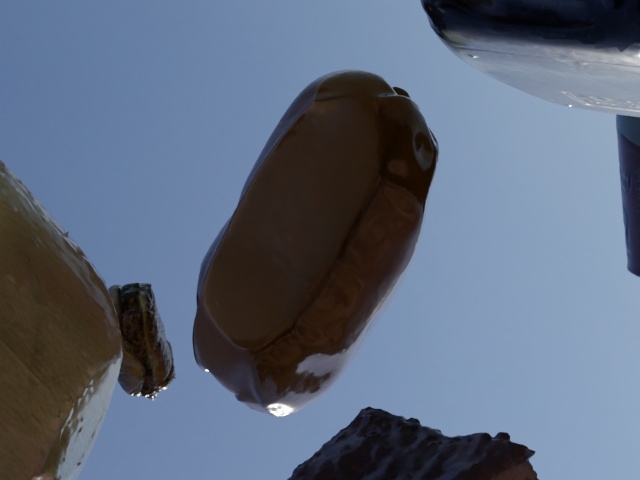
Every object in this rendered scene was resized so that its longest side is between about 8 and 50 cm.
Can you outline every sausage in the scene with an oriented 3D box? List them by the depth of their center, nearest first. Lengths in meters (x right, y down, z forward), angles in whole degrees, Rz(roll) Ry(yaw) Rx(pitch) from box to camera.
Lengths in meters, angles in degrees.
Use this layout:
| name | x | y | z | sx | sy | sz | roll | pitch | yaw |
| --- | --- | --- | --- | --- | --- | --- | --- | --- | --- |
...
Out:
| name | x | y | z | sx | sy | sz | roll | pitch | yaw |
| --- | --- | --- | --- | --- | --- | --- | --- | --- | --- |
| sausage | -0.001 | 0.000 | 0.874 | 0.120 | 0.241 | 0.136 | 25 | 175 | 21 |

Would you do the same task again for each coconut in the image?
| name | x | y | z | sx | sy | sz | roll | pitch | yaw |
| --- | --- | --- | --- | --- | --- | --- | --- | --- | --- |
| coconut | -0.166 | 0.051 | 0.526 | 0.171 | 0.171 | 0.183 | -96 | -18 | -50 |

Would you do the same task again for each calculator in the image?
| name | x | y | z | sx | sy | sz | roll | pitch | yaw |
| --- | --- | --- | --- | --- | --- | --- | --- | --- | --- |
| calculator | 0.168 | -0.108 | 0.768 | 0.268 | 0.177 | 0.040 | 11 | -89 | -59 |

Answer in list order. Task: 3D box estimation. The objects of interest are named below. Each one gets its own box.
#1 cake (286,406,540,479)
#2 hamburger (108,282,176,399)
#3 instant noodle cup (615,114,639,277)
| name | x | y | z | sx | sy | sz | roll | pitch | yaw |
| --- | --- | --- | --- | --- | --- | --- | --- | --- | --- |
| cake | -0.022 | 0.187 | 0.583 | 0.113 | 0.295 | 0.116 | 27 | 146 | 55 |
| hamburger | -0.133 | 0.072 | 0.944 | 0.076 | 0.044 | 0.083 | -111 | 9 | -63 |
| instant noodle cup | 0.388 | -0.055 | 1.246 | 0.235 | 0.234 | 0.178 | -25 | -63 | -68 |
